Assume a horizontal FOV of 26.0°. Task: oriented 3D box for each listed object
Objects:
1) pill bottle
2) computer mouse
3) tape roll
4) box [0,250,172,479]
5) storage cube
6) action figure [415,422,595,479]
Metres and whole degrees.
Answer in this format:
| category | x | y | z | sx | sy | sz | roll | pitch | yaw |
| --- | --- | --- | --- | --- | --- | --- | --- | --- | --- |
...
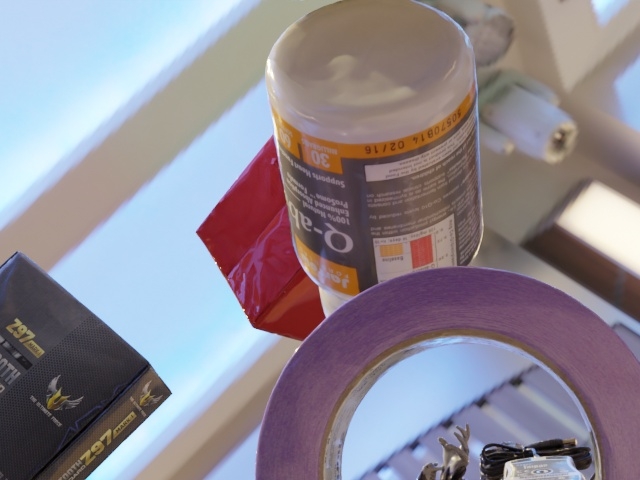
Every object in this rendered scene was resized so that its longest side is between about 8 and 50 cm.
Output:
| category | x | y | z | sx | sy | sz | roll | pitch | yaw |
| --- | --- | --- | --- | --- | --- | --- | --- | --- | --- |
| pill bottle | 0.051 | -0.046 | 1.132 | 0.162 | 0.162 | 0.278 | -34 | -40 | -23 |
| computer mouse | 0.193 | 0.216 | 1.228 | 0.193 | 0.106 | 0.042 | -39 | -56 | -82 |
| tape roll | 0.098 | 0.158 | 0.946 | 0.275 | 0.275 | 0.090 | -53 | -13 | -1 |
| box | -0.280 | 0.136 | 1.310 | 0.183 | 0.233 | 0.059 | -44 | -38 | -14 |
| storage cube | 0.000 | 0.000 | 1.707 | 0.215 | 0.183 | 0.193 | 20 | -63 | -47 |
| action figure | 0.180 | 0.282 | 1.576 | 0.276 | 0.164 | 0.141 | 5 | -84 | -30 |
